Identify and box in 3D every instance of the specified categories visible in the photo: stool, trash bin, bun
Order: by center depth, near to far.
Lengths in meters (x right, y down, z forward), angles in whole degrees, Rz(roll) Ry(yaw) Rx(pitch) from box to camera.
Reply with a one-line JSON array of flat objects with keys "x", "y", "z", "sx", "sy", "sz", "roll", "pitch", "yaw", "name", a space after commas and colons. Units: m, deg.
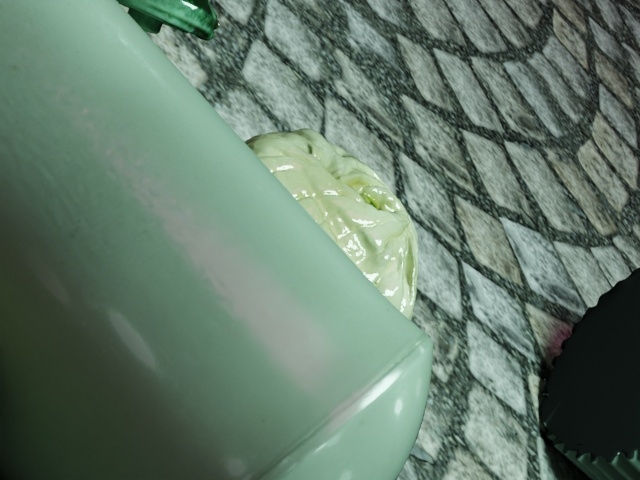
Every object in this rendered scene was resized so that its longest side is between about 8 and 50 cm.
[{"x": -0.130, "y": 0.039, "z": 1.190, "sx": 0.432, "sy": 0.280, "sz": 0.280, "roll": 51, "pitch": 25, "yaw": 3, "name": "trash bin"}, {"x": 0.000, "y": 0.000, "z": 1.604, "sx": 0.229, "sy": 0.145, "sz": 0.229, "roll": 49, "pitch": 18, "yaw": -21, "name": "bun"}, {"x": 0.446, "y": 0.215, "z": 1.931, "sx": 0.330, "sy": 0.297, "sz": 0.297, "roll": 46, "pitch": 26, "yaw": -24, "name": "stool"}]

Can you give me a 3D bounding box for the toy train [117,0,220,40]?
[{"x": -0.225, "y": -0.297, "z": 1.403, "sx": 0.272, "sy": 0.179, "sz": 0.442, "roll": 22, "pitch": 2, "yaw": -45, "name": "toy train"}]
